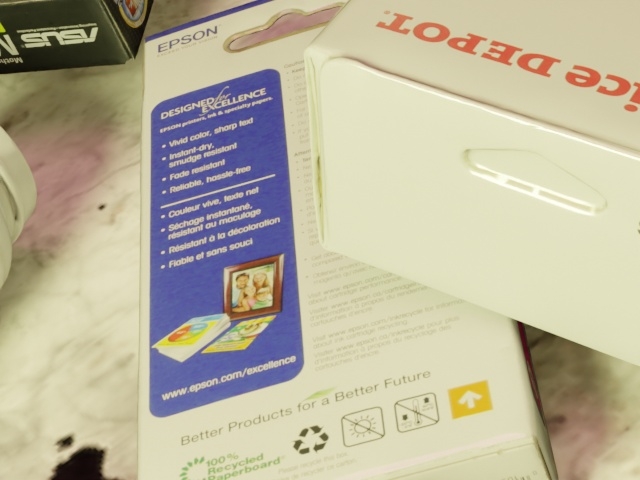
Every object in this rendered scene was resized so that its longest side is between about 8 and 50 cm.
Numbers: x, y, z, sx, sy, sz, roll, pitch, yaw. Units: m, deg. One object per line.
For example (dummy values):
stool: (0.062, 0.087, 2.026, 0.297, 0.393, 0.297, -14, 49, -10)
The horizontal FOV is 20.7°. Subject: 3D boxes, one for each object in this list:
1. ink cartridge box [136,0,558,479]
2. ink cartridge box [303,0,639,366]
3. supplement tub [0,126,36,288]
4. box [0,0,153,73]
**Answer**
ink cartridge box: (0.000, 0.000, 0.869, 0.176, 0.069, 0.371, -16, 43, 9)
ink cartridge box: (0.151, -0.090, 0.795, 0.211, 0.121, 0.289, 20, 48, 23)
supplement tub: (-0.251, 0.019, 0.903, 0.144, 0.144, 0.199, 8, 49, 32)
box: (-0.221, -0.195, 1.081, 0.270, 0.060, 0.216, -3, 51, 18)
